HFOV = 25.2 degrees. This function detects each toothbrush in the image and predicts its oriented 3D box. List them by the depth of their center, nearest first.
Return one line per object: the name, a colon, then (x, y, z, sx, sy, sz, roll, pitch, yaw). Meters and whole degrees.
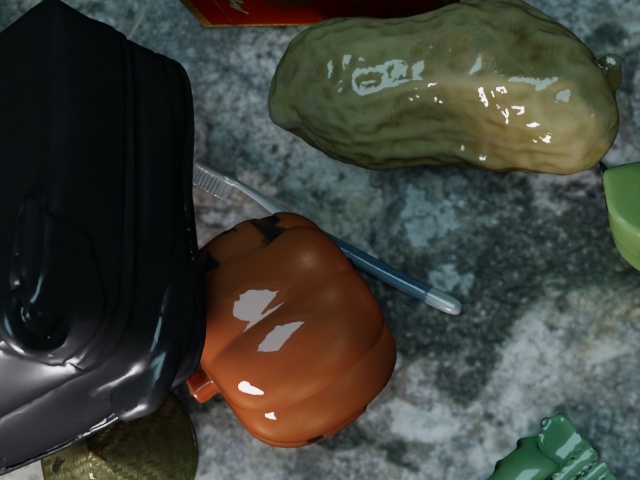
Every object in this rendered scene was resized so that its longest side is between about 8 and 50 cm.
toothbrush: (0.000, 0.000, 1.244, 0.276, 0.019, 0.025, 29, 92, 17)

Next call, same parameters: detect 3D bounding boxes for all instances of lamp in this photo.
lamp: (-0.036, 0.077, 1.148, 0.164, 0.187, 0.187, -34, 73, -10)

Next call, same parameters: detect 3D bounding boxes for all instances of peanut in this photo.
peanut: (0.108, -0.129, 1.186, 0.291, 0.159, 0.143, 3, 121, 22)

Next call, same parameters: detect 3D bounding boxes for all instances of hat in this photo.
hat: (-0.184, 0.182, 1.225, 0.146, 0.067, 0.146, -3, 78, 13)

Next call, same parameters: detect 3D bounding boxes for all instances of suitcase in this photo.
suitcase: (-0.253, 0.008, 1.139, 0.345, 0.188, 0.339, -30, 53, 38)

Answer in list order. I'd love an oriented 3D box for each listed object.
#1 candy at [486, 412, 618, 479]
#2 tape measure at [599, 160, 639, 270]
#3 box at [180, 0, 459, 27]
candy: (0.212, 0.348, 1.073, 0.263, 0.172, 0.398, -37, 53, -6)
tape measure: (0.330, 0.008, 1.122, 0.200, 0.106, 0.175, -8, 63, 10)
box: (-0.008, -0.237, 1.224, 0.240, 0.153, 0.074, 1, 84, 13)
